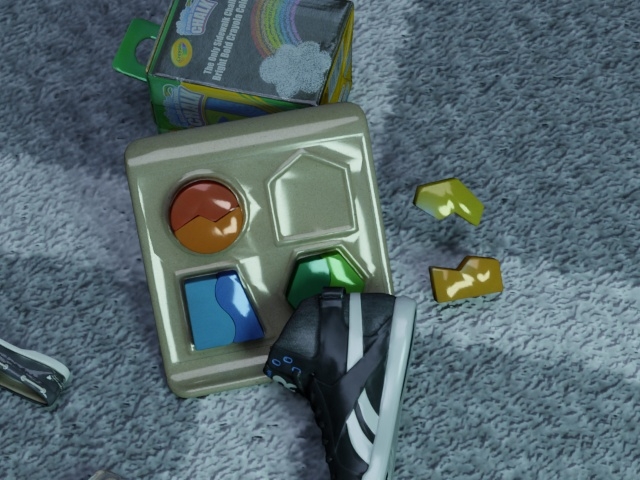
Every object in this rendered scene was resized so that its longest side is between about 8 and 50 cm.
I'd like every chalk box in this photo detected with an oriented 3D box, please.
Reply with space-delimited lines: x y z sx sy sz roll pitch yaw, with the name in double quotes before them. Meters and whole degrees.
"chalk box" -0.085 -0.157 1.307 0.213 0.132 0.132 12 61 9

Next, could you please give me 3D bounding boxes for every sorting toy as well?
"sorting toy" 0.000 0.000 1.200 0.307 0.041 0.229 -11 98 -6

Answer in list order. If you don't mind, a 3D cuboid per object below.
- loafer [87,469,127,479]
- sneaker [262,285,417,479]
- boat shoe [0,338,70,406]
"loafer" -0.206 0.237 1.130 0.039 0.045 0.125 26 55 34
"sneaker" 0.006 0.145 1.151 0.121 0.079 0.217 8 72 10
"boat shoe" -0.281 0.110 1.201 0.125 0.046 0.038 20 57 3
